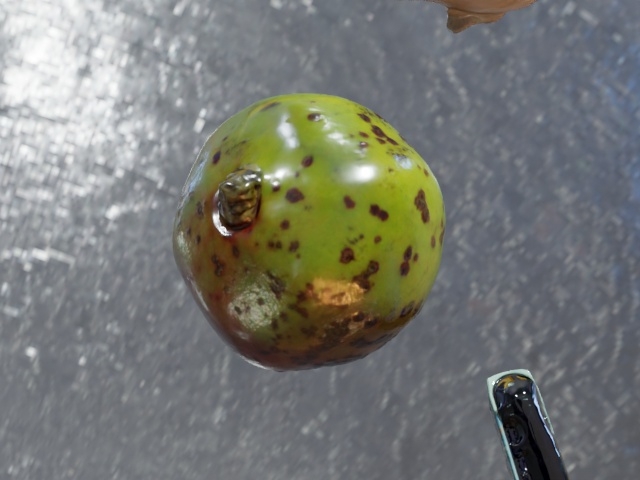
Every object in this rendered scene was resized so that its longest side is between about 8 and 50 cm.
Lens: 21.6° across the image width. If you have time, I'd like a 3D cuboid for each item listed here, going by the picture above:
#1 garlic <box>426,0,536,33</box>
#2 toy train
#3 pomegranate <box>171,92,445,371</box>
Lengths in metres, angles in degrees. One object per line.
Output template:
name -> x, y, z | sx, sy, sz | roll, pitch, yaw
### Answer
garlic -> 0.038, -0.265, 0.906 | 0.184, 0.203, 0.281 | 15, 38, -35
toy train -> 0.173, 0.189, 1.322 | 0.043, 0.047, 0.207 | -11, 48, -3
pomegranate -> -0.009, -0.005, 1.211 | 0.198, 0.246, 0.198 | 0, 93, 0
